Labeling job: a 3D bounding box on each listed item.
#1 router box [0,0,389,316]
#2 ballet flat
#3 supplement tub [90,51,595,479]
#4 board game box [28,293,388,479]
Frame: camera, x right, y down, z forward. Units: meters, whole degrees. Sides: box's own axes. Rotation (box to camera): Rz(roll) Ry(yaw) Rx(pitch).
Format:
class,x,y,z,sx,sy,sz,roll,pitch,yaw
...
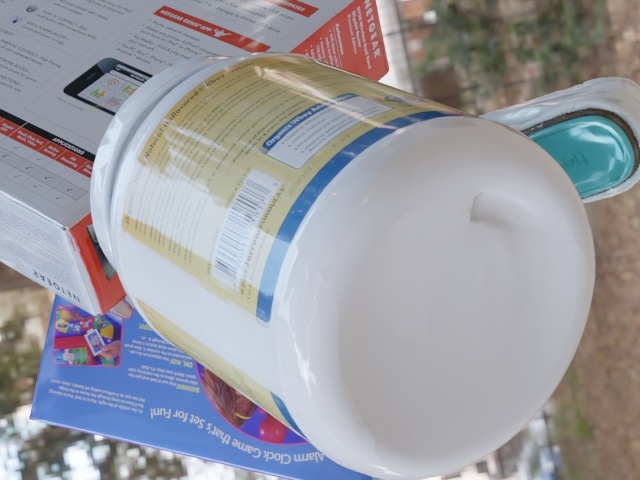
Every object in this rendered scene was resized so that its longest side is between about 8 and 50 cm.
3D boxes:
class,x,y,z,sx,sy,sz,roll,pitch,yaw
router box,-0.172,-0.122,1.107,0.301,0.335,0.082,-41,-42,-28
ballet flat,0.154,-0.071,1.508,0.139,0.400,0.139,27,-124,-48
supplement tub,0.000,0.000,0.636,0.200,0.144,0.144,28,141,52
board game box,-0.082,0.086,1.392,0.078,0.347,0.233,19,-99,-68
